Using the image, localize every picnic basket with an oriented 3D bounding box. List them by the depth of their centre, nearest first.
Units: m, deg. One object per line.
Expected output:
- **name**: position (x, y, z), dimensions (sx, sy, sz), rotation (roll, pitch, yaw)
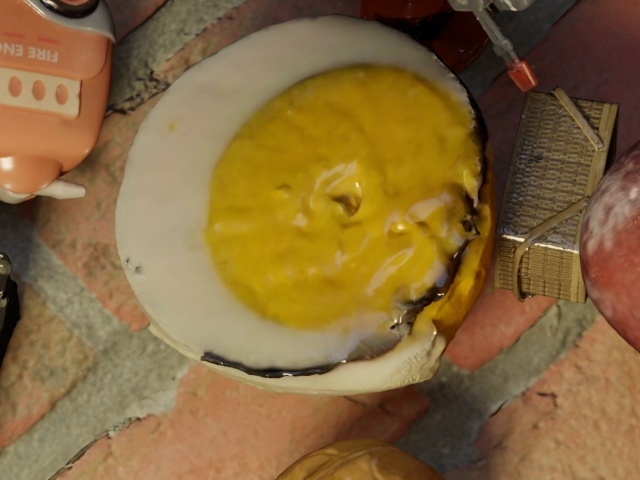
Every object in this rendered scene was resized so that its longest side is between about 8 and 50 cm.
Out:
- **picnic basket**: position (0.200, -0.036, 1.560), dimensions (0.079, 0.115, 0.164), rotation (10, 67, 11)

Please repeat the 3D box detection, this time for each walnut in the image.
- **walnut**: position (0.017, 0.244, 1.433), dimensions (0.165, 0.165, 0.197), rotation (40, 83, 23)

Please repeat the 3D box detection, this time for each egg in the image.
- **egg**: position (0.000, 0.000, 1.526), dimensions (0.337, 0.201, 0.337), rotation (-6, 58, 9)

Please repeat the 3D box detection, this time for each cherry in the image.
- **cherry**: position (0.339, 0.002, 1.465), dimensions (0.285, 0.213, 0.236), rotation (3, 45, -34)

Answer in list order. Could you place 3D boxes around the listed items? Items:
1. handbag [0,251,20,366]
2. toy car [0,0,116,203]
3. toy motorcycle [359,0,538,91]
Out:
- **handbag**: position (-0.422, 0.196, 1.521), dimensions (0.316, 0.180, 0.416), rotation (11, 66, 0)
- **toy car**: position (-0.313, -0.140, 1.620), dimensions (0.270, 0.180, 0.212), rotation (7, 70, -29)
- **toy motorcycle**: position (0.102, -0.241, 1.598), dimensions (0.148, 0.221, 0.325), rotation (-45, 22, -16)
